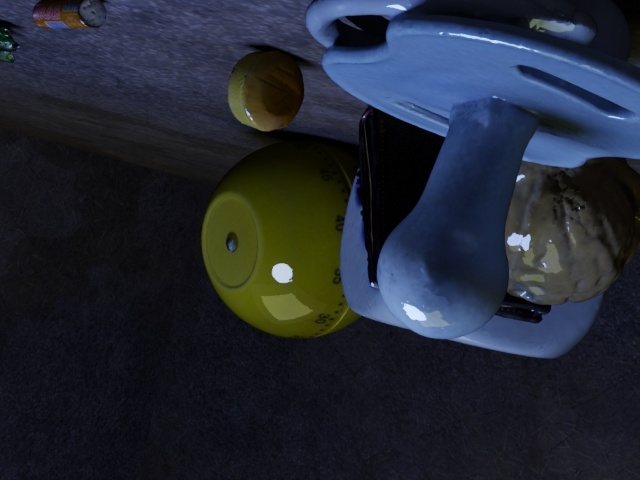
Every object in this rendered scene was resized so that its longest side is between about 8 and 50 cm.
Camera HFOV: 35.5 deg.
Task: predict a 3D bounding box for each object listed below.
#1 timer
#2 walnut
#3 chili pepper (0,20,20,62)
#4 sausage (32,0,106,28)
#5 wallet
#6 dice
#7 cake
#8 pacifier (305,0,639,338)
[{"bbox_3d":[0.000,0.000,1.723,0.387,0.376,0.376,-3,-172,-38],"label":"timer"},{"bbox_3d":[0.236,-0.031,1.020,0.198,0.198,0.245,12,158,19],"label":"walnut"},{"bbox_3d":[-0.468,-0.250,1.202,0.224,0.061,0.098,14,172,-2],"label":"chili pepper"},{"bbox_3d":[-0.252,-0.222,0.976,0.107,0.031,0.031,12,179,43],"label":"sausage"},{"bbox_3d":[0.154,-0.037,1.163,0.221,0.262,0.071,14,141,-18],"label":"wallet"},{"bbox_3d":[0.211,0.008,1.437,0.304,0.277,0.304,10,178,-16],"label":"dice"},{"bbox_3d":[-0.055,-0.153,1.021,0.044,0.084,0.084,14,180,43],"label":"cake"},{"bbox_3d":[0.091,-0.052,0.650,0.244,0.233,0.299,16,177,-17],"label":"pacifier"}]
